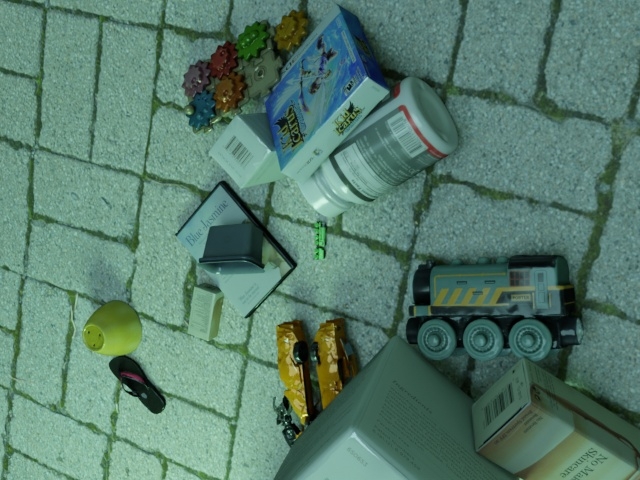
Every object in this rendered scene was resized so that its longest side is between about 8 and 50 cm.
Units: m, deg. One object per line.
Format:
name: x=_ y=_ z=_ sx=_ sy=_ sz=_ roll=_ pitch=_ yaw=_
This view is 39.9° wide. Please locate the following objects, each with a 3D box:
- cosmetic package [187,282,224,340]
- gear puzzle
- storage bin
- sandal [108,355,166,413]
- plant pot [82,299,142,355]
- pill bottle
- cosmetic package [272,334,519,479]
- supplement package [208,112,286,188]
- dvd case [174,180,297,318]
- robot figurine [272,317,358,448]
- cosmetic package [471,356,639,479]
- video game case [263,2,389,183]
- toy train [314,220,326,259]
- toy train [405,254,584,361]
cosmetic package: x=-0.255 y=0.159 z=1.965 sx=0.060 sy=0.041 sz=0.115 roll=19 pitch=108 yaw=22
gear puzzle: x=-0.158 y=-0.354 z=1.780 sx=0.339 sy=0.044 sz=0.175 roll=-27 pitch=60 yaw=29
storage bin: x=-0.179 y=0.018 z=1.854 sx=0.135 sy=0.098 sz=0.091 roll=-3 pitch=70 yaw=27
sandal: x=-0.440 y=0.343 z=2.094 sx=0.179 sy=0.040 sz=0.067 roll=43 pitch=115 yaw=14
plant pot: x=-0.502 y=0.216 z=2.071 sx=0.134 sy=0.095 sz=0.134 roll=5 pitch=101 yaw=26
pill bottle: x=0.100 y=-0.168 z=1.654 sx=0.283 sy=0.161 sz=0.161 roll=-31 pitch=85 yaw=28
cosmetic package: x=0.119 y=0.439 z=1.537 sx=0.327 sy=0.393 sz=0.329 roll=40 pitch=112 yaw=1
supplement package: x=-0.117 y=-0.183 z=1.751 sx=0.105 sy=0.179 sz=0.105 roll=47 pitch=116 yaw=12
dvd case: x=-0.187 y=0.020 z=1.915 sx=0.253 sy=0.022 sz=0.180 roll=49 pitch=117 yaw=11
robot figurine: x=-0.001 y=0.311 z=1.838 sx=0.211 sy=0.085 sz=0.291 roll=-4 pitch=97 yaw=28
cosmetic package: x=0.426 y=0.354 z=1.531 sx=0.296 sy=0.129 sz=0.153 roll=31 pitch=118 yaw=-12
video game case: x=-0.001 y=-0.278 z=1.653 sx=0.244 sy=0.061 sz=0.269 roll=-47 pitch=36 yaw=26
toy train: x=0.000 y=0.000 z=1.819 sx=0.024 sy=0.017 sz=0.083 roll=5 pitch=102 yaw=16
toy train: x=0.313 y=0.124 z=1.623 sx=0.334 sy=0.142 sz=0.190 roll=-3 pitch=86 yaw=29
